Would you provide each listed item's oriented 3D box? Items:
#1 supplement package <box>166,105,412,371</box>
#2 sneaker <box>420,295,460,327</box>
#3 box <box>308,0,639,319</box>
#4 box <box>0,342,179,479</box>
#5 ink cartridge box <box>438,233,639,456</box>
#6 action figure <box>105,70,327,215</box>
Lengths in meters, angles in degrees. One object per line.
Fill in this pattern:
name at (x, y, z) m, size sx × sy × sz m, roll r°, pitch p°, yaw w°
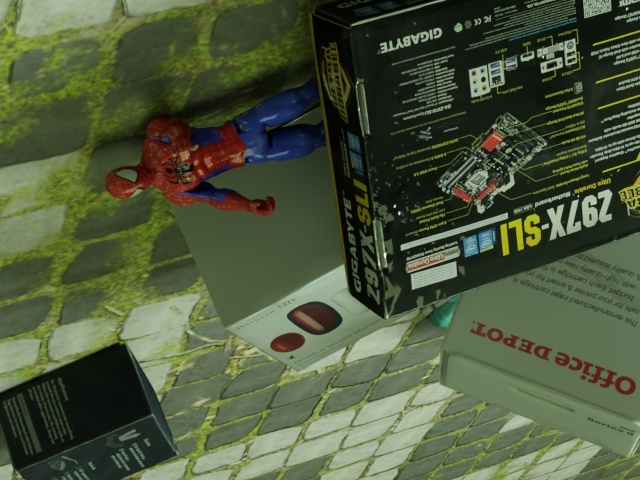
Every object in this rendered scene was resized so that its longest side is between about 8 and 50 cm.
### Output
supplement package at (0.000, 0.000, 1.579) m, size 0.194 × 0.149 × 0.203 m, roll -29°, pitch 157°, yaw 10°
sneaker at (0.223, 0.093, 2.046) m, size 0.107 × 0.110 × 0.275 m, roll -37°, pitch 153°, yaw 27°
box at (0.162, -0.105, 1.413) m, size 0.322 × 0.079 × 0.257 m, roll -18°, pitch 117°, yaw -21°
box at (-0.252, 0.203, 1.832) m, size 0.158 × 0.093 × 0.156 m, roll -22°, pitch 156°, yaw -4°
ink cartridge box at (0.260, 0.037, 1.662) m, size 0.121 × 0.211 × 0.289 m, roll 85°, pitch 27°, yaw -67°
action figure at (-0.039, -0.079, 1.395) m, size 0.280 × 0.139 × 0.091 m, roll -20°, pitch 114°, yaw -8°
